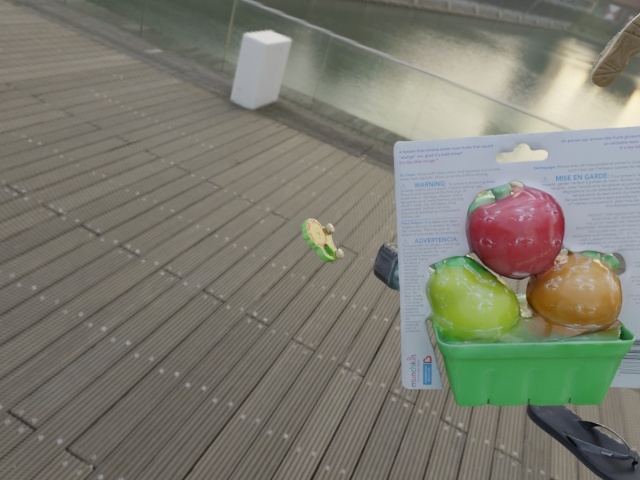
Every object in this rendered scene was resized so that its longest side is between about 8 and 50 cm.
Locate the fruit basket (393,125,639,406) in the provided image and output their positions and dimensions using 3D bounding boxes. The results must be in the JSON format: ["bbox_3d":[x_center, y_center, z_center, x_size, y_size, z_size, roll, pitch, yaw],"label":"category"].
[{"bbox_3d":[0.264,0.036,0.692,0.328,0.352,0.165,-3,10,6],"label":"fruit basket"}]

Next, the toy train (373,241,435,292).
[{"bbox_3d":[0.269,0.101,1.247,0.190,0.142,0.334,8,16,-25],"label":"toy train"}]

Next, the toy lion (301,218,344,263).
[{"bbox_3d":[0.000,0.000,1.138,0.096,0.034,0.100,2,63,-54],"label":"toy lion"}]

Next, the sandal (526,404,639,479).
[{"bbox_3d":[0.531,0.391,1.031,0.255,0.054,0.097,31,44,27],"label":"sandal"}]

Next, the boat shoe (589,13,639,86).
[{"bbox_3d":[0.598,-0.385,1.037,0.063,0.170,0.059,35,24,-9],"label":"boat shoe"}]

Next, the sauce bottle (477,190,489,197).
[{"bbox_3d":[0.398,-0.065,1.239,0.111,0.111,0.345,37,27,27],"label":"sauce bottle"}]
